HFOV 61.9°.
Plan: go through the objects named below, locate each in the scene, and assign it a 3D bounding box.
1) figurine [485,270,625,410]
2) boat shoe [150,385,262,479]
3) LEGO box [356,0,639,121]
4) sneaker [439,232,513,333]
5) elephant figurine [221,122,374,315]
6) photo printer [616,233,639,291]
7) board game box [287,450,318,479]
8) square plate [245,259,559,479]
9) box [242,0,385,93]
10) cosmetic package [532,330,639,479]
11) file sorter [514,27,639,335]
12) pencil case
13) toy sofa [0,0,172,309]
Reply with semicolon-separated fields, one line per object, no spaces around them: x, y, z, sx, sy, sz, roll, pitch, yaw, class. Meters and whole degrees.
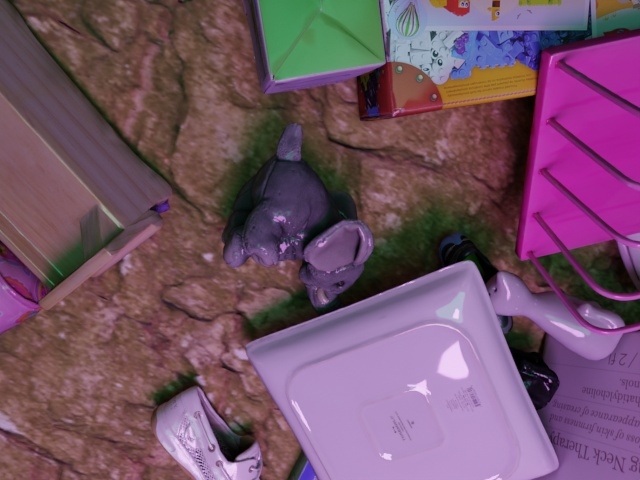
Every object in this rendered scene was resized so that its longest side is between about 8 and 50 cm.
0.276;0.137;0.763;0.209;0.092;0.215;20;127;-14;figurine
-0.130;0.335;0.794;0.096;0.098;0.277;-37;103;1;boat shoe
0.281;-0.372;0.658;0.499;0.193;0.373;-11;102;-6;LEGO box
0.238;0.075;0.801;0.067;0.078;0.188;-33;112;-1;sneaker
0.000;0.000;0.733;0.239;0.186;0.170;26;57;-22;elephant figurine
0.597;-0.059;0.812;0.307;0.107;0.256;-19;103;-3;photo printer
0.099;0.318;0.851;0.213;0.046;0.318;24;97;-13;board game box
0.112;0.241;0.742;0.343;0.049;0.348;-23;104;15;square plate
-0.029;-0.312;0.607;0.126;0.231;0.262;-10;102;-5;box
0.508;0.350;0.715;0.327;0.329;0.394;17;78;-11;cosmetic package
0.368;-0.061;0.595;0.201;0.182;0.291;-13;130;-4;file sorter
-0.496;0.100;0.688;0.284;0.124;0.124;-30;104;-2;pencil case
-0.371;-0.112;0.660;0.150;0.177;0.363;-33;106;25;toy sofa
